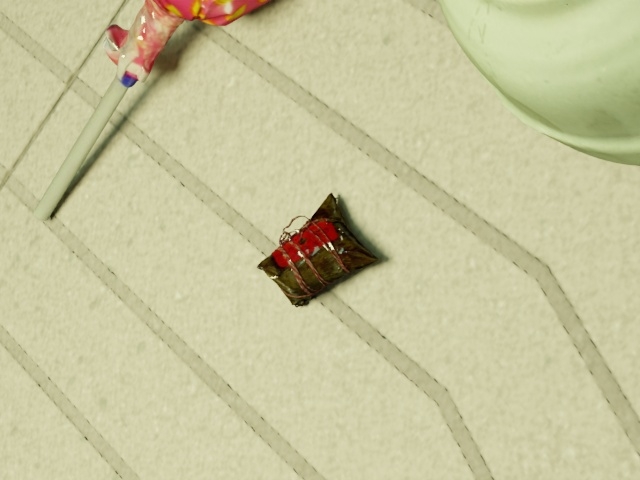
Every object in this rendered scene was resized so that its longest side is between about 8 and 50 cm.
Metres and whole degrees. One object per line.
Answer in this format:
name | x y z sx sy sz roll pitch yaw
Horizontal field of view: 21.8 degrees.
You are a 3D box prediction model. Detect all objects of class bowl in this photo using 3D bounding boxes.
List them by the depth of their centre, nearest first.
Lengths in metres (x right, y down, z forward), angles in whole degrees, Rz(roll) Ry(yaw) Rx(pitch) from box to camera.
bowl | 0.184 -0.206 1.016 0.307 0.163 0.307 -10 75 42

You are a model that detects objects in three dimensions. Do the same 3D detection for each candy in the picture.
candy | -0.145 -0.144 1.339 0.365 0.124 0.124 -54 50 32

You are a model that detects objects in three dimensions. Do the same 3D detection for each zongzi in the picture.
zongzi | 0.000 0.000 1.203 0.083 0.067 0.073 -21 53 16
